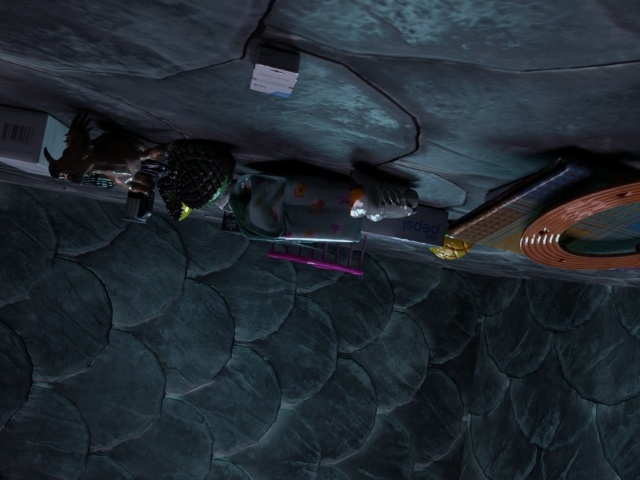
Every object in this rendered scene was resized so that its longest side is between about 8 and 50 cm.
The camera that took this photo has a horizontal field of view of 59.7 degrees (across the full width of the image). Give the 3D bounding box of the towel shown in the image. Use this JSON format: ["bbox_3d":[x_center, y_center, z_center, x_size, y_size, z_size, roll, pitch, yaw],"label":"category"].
[{"bbox_3d":[0.436,-0.033,0.929,0.370,0.040,0.271,12,153,-25],"label":"towel"}]

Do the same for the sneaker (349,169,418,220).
[{"bbox_3d":[0.136,-0.093,1.145,0.121,0.099,0.262,0,180,20],"label":"sneaker"}]

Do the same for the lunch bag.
[{"bbox_3d":[-0.063,-0.074,1.275,0.223,0.160,0.262,3,-175,-36],"label":"lunch bag"}]

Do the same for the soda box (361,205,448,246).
[{"bbox_3d":[0.178,-0.052,1.438,0.286,0.098,0.091,11,177,-11],"label":"soda box"}]

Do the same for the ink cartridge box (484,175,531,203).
[{"bbox_3d":[0.387,-0.074,1.030,0.097,0.046,0.207,9,176,-4],"label":"ink cartridge box"}]

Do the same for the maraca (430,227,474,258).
[{"bbox_3d":[0.401,-0.005,1.624,0.127,0.099,0.185,10,150,-37],"label":"maraca"}]

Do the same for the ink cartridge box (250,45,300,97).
[{"bbox_3d":[-0.050,-0.188,0.615,0.048,0.028,0.083,10,176,-11],"label":"ink cartridge box"}]

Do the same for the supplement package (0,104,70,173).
[{"bbox_3d":[-0.591,-0.199,1.163,0.105,0.105,0.179,9,176,-3],"label":"supplement package"}]

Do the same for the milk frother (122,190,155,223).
[{"bbox_3d":[-0.657,-0.137,1.932,0.143,0.135,0.129,12,174,-32],"label":"milk frother"}]

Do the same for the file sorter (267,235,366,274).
[{"bbox_3d":[0.000,0.000,1.966,0.202,0.182,0.290,7,174,43],"label":"file sorter"}]

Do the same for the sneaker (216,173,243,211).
[{"bbox_3d":[-0.257,-0.125,1.483,0.090,0.095,0.235,11,177,-41],"label":"sneaker"}]

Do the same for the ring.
[{"bbox_3d":[0.483,-0.026,0.862,0.336,0.032,0.337,0,155,0],"label":"ring"}]

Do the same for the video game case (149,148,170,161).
[{"bbox_3d":[-0.362,-0.197,1.315,0.122,0.011,0.087,10,176,-5],"label":"video game case"}]

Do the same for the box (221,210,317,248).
[{"bbox_3d":[-0.134,-0.068,1.624,0.165,0.144,0.270,7,176,33],"label":"box"}]

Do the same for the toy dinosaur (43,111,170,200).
[{"bbox_3d":[-0.416,-0.172,1.107,0.200,0.127,0.295,19,-175,-18],"label":"toy dinosaur"}]

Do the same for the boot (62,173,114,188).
[{"bbox_3d":[-0.723,-0.205,1.594,0.161,0.084,0.246,14,177,26],"label":"boot"}]

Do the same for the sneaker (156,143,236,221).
[{"bbox_3d":[-0.257,-0.146,1.234,0.146,0.134,0.343,-29,-173,-27],"label":"sneaker"}]

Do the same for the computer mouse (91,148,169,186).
[{"bbox_3d":[-0.486,-0.172,1.444,0.188,0.072,0.272,12,178,-13],"label":"computer mouse"}]
